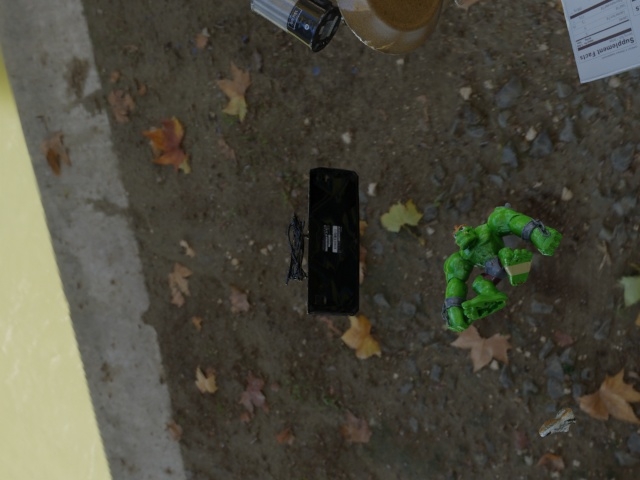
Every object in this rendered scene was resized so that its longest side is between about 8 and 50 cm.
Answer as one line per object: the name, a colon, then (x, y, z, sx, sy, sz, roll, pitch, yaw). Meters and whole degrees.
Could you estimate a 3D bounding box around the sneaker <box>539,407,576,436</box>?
sneaker: (0.468, 0.365, 1.253, 0.037, 0.083, 0.032, 61, 166, -6)

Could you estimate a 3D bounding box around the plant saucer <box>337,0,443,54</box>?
plant saucer: (0.048, -0.160, 0.398, 0.015, 0.083, 0.084, 10, 115, 62)

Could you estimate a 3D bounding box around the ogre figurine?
ogre figurine: (0.238, 0.031, 0.905, 0.096, 0.118, 0.197, 7, 126, -18)

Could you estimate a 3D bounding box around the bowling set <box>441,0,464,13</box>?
bowling set: (0.118, -0.503, 1.153, 0.287, 0.154, 0.200, 52, 154, -10)

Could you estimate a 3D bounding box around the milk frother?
milk frother: (-0.019, -0.409, 1.098, 0.134, 0.143, 0.129, 37, 108, 12)

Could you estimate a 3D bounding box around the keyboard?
keyboard: (0.000, 0.000, 0.818, 0.038, 0.100, 0.192, 154, 120, -63)

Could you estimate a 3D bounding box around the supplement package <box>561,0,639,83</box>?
supplement package: (0.450, -0.298, 0.732, 0.204, 0.261, 0.145, 180, 73, -70)
